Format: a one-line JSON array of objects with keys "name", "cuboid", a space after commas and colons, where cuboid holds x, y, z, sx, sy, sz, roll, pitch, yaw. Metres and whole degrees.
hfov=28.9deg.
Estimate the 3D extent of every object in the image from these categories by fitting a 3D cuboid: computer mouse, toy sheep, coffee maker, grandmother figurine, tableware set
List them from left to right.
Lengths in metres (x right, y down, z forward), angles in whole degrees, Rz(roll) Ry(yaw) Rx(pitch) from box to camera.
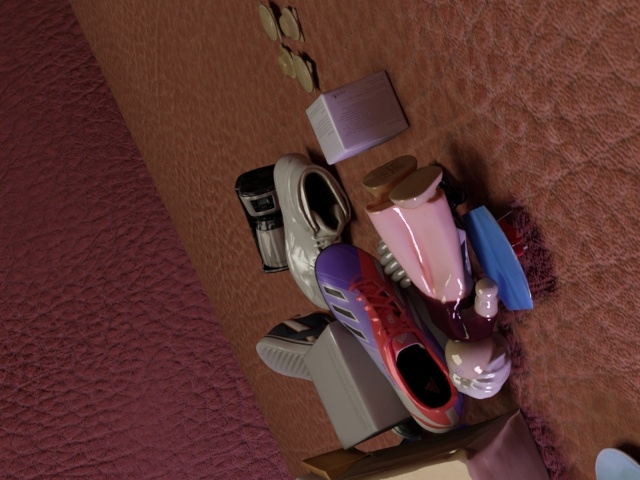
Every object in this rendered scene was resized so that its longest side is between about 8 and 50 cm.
[{"name": "coffee maker", "cuboid": [-0.095, -0.050, 2.376, 0.171, 0.120, 0.178, 39, 149, 63]}, {"name": "tableware set", "cuboid": [-0.052, -0.313, 2.004, 0.168, 0.020, 0.141, 36, 149, 61]}, {"name": "toy sheep", "cuboid": [0.124, 0.018, 1.760, 0.132, 0.091, 0.091, 59, 165, 10]}, {"name": "grandmother figurine", "cuboid": [0.157, 0.058, 1.590, 0.342, 0.104, 0.208, 65, 172, -26]}, {"name": "computer mouse", "cuboid": [0.164, -0.007, 1.654, 0.106, 0.042, 0.193, 48, 157, 50]}]

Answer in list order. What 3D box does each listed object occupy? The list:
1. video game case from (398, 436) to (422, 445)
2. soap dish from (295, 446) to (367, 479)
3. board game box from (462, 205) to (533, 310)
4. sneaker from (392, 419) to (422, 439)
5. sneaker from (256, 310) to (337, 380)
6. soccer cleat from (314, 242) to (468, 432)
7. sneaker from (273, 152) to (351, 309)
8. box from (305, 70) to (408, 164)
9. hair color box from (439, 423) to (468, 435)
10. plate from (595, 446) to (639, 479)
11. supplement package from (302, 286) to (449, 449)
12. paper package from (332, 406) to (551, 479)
[{"name": "video game case", "cuboid": [0.168, 0.407, 2.177, 0.119, 0.015, 0.166, 67, -161, -3]}, {"name": "soap dish", "cuboid": [0.091, 0.466, 2.008, 0.291, 0.118, 0.229, 54, 169, -1]}, {"name": "board game box", "cuboid": [0.225, 0.017, 1.495, 0.133, 0.033, 0.168, 64, 173, 2]}, {"name": "sneaker", "cuboid": [0.132, 0.269, 2.178, 0.167, 0.065, 0.076, 62, 161, 10]}, {"name": "sneaker", "cuboid": [0.027, 0.213, 2.379, 0.321, 0.127, 0.126, 17, 140, 39]}, {"name": "soccer cleat", "cuboid": [0.100, 0.124, 1.740, 0.318, 0.108, 0.116, 55, 175, 16]}, {"name": "sneaker", "cuboid": [0.000, 0.000, 2.134, 0.169, 0.108, 0.293, -148, 38, -71]}, {"name": "box", "cuboid": [0.049, -0.167, 1.701, 0.087, 0.102, 0.101, 68, 165, 2]}, {"name": "hair color box", "cuboid": [0.256, 0.479, 1.966, 0.185, 0.110, 0.339, 97, 148, -66]}, {"name": "plate", "cuboid": [0.379, 0.320, 1.427, 0.188, 0.024, 0.188, 59, 165, 27]}, {"name": "supplement package", "cuboid": [0.099, 0.202, 1.946, 0.175, 0.177, 0.293, 64, 165, 10]}, {"name": "paper package", "cuboid": [0.192, 0.439, 1.746, 0.309, 0.168, 0.325, -24, 90, 40]}]
